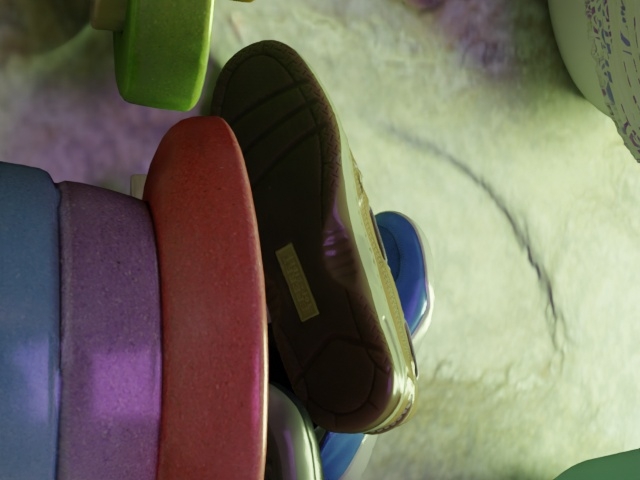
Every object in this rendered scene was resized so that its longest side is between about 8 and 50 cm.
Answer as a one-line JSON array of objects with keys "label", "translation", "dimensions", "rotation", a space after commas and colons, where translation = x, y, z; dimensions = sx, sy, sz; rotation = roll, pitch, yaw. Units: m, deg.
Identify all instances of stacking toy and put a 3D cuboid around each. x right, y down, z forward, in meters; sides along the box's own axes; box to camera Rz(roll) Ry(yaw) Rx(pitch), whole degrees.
[{"label": "stacking toy", "translation": [-0.099, -0.049, 0.509], "dimensions": [0.130, 0.279, 0.309], "rotation": [1, 97, -12]}]

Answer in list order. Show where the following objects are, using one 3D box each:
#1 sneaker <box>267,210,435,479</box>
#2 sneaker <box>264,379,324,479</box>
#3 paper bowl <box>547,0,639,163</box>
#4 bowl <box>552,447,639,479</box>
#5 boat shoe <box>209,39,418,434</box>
[{"label": "sneaker", "translation": [0.006, 0.046, 0.727], "dimensions": [0.084, 0.058, 0.152], "rotation": [39, 70, -55]}, {"label": "sneaker", "translation": [-0.013, 0.147, 0.683], "dimensions": [0.130, 0.087, 0.228], "rotation": [-36, 130, -49]}, {"label": "paper bowl", "translation": [0.250, -0.175, 0.942], "dimensions": [0.284, 0.148, 0.284], "rotation": [-7, 98, -51]}, {"label": "bowl", "translation": [0.209, 0.257, 0.915], "dimensions": [0.311, 0.163, 0.312], "rotation": [-4, 95, -51]}, {"label": "boat shoe", "translation": [0.000, 0.000, 0.686], "dimensions": [0.072, 0.068, 0.190], "rotation": [15, 58, -62]}]
